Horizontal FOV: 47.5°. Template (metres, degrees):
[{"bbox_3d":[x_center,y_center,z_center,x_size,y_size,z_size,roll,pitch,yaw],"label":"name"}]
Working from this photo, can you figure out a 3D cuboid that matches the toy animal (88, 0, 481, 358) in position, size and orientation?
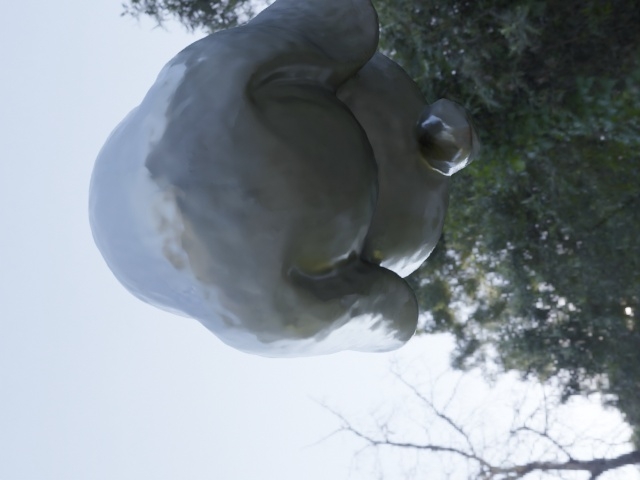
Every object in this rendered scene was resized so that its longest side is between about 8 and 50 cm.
[{"bbox_3d":[-0.025,-0.041,0.474,0.265,0.205,0.272,-14,-82,-58],"label":"toy animal"}]
